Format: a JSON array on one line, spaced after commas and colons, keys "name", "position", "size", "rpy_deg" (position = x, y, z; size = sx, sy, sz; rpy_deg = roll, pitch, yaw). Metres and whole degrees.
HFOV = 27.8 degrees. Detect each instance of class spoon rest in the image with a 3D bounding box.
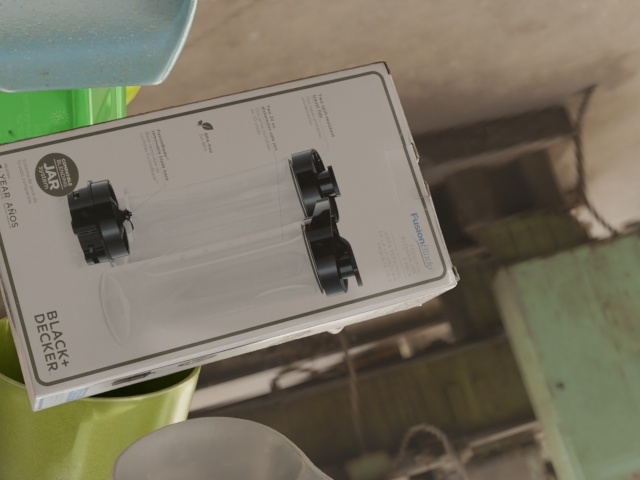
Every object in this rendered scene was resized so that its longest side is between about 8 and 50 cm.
[{"name": "spoon rest", "position": [-0.039, 0.192, 0.932], "size": [0.137, 0.276, 0.084], "rpy_deg": [-22, 124, -39]}]

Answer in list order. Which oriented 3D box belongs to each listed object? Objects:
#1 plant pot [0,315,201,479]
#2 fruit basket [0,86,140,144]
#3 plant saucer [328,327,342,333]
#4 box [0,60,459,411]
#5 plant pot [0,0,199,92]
[{"name": "plant pot", "position": [-0.302, 0.270, 1.642], "size": [0.275, 0.293, 0.275], "rpy_deg": [7, -161, -3]}, {"name": "fruit basket", "position": [-0.322, -0.193, 1.443], "size": [0.283, 0.392, 0.392], "rpy_deg": [-2, 159, -10]}, {"name": "plant saucer", "position": [0.000, 0.000, 1.911], "size": [0.041, 0.278, 0.278], "rpy_deg": [-1, 158, -12]}, {"name": "box", "position": [-0.072, -0.004, 0.873], "size": [0.290, 0.169, 0.087], "rpy_deg": [-16, 170, -16]}, {"name": "plant pot", "position": [-0.207, -0.264, 1.057], "size": [0.248, 0.247, 0.252], "rpy_deg": [-3, 128, -2]}]
